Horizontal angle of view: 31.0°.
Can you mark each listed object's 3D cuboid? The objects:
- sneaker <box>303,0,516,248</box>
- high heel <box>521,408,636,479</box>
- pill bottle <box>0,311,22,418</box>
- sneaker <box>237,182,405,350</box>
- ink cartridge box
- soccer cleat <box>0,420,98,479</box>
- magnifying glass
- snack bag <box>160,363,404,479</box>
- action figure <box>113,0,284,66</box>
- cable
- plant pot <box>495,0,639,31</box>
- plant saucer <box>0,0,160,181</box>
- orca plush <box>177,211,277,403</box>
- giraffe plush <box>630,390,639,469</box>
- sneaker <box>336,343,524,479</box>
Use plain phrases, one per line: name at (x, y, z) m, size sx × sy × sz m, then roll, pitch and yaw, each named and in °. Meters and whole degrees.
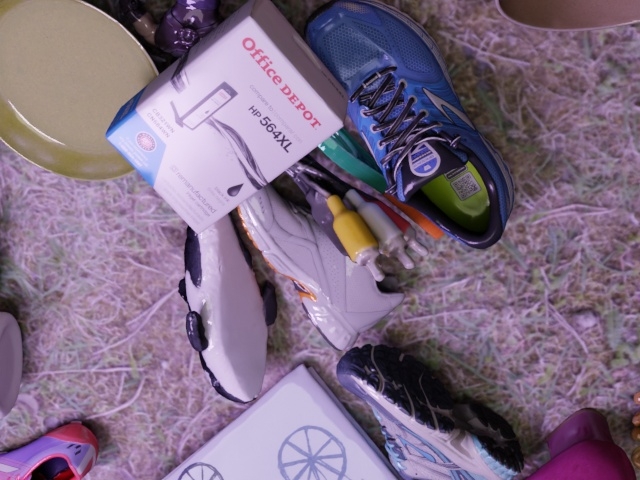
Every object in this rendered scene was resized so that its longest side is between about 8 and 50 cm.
sneaker at (0.106, -0.125, 1.249) m, size 0.130 × 0.147 × 0.330 m, roll -38°, pitch 105°, yaw 16°
high heel at (0.246, 0.385, 1.439) m, size 0.127 × 0.181 × 0.377 m, roll 28°, pitch 111°, yaw -9°
pill bottle at (-0.490, 0.148, 1.400) m, size 0.229 × 0.131 × 0.131 m, roll 2°, pitch 113°, yaw 2°
sneaker at (0.000, 0.000, 1.345) m, size 0.121 × 0.099 × 0.262 m, roll -33°, pitch 115°, yaw 7°
ink cartridge box at (-0.094, -0.128, 1.185) m, size 0.203 × 0.086 × 0.148 m, roll -36°, pitch 108°, yaw 21°
soccer cleat at (-0.394, 0.315, 1.486) m, size 0.248 × 0.095 × 0.083 m, roll -28°, pitch 109°, yaw 13°
magnifying glass at (0.059, -0.078, 1.312) m, size 0.026 × 0.092 × 0.231 m, roll -43°, pitch 115°, yaw 14°
snack bag at (-0.051, 0.379, 1.460) m, size 0.342 × 0.037 × 0.323 m, roll -39°, pitch 97°, yaw 0°
action figure at (-0.126, -0.279, 1.223) m, size 0.185 × 0.099 × 0.285 m, roll 6°, pitch 128°, yaw -7°
cable at (0.010, -0.072, 1.289) m, size 0.287 × 0.139 × 0.072 m, roll 52°, pitch 124°, yaw 11°
plant pot at (0.293, -0.345, 1.106) m, size 0.284 × 0.284 × 0.191 m, roll -10°, pitch 78°, yaw 7°
plant saucer at (-0.277, -0.173, 1.273) m, size 0.241 × 0.037 × 0.241 m, roll 9°, pitch 130°, yaw 10°
orca plush at (-0.146, 0.055, 1.364) m, size 0.102 × 0.151 × 0.287 m, roll -2°, pitch 120°, yaw 38°
giraffe plush at (0.466, 0.214, 1.389) m, size 0.170 × 0.181 × 0.210 m, roll 9°, pitch 148°, yaw 10°
sneaker at (0.116, 0.238, 1.412) m, size 0.283 × 0.110 × 0.122 m, roll 36°, pitch 118°, yaw -22°
